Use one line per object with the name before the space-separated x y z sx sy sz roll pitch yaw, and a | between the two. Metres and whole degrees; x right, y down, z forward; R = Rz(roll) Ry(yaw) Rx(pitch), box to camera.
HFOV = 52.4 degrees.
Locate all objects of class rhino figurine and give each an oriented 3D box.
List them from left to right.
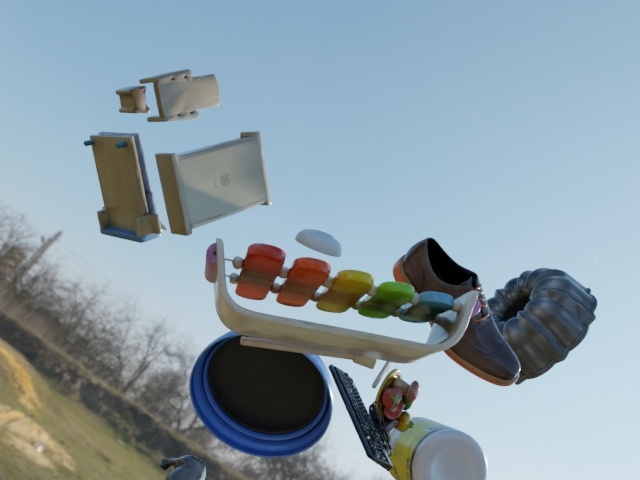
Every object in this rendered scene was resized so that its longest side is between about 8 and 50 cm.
rhino figurine | -0.299 0.520 1.297 0.106 0.243 0.073 -17 -71 14

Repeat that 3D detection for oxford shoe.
oxford shoe | 0.229 0.114 1.045 0.271 0.097 0.098 48 -43 12

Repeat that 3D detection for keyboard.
keyboard | 0.078 0.287 1.084 0.100 0.038 0.192 46 12 -43

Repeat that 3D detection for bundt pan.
bundt pan | 0.500 0.190 1.598 0.124 0.331 0.331 46 -23 -9

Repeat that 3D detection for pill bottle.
pill bottle | 0.275 0.561 1.681 0.188 0.188 0.334 40 -14 -5

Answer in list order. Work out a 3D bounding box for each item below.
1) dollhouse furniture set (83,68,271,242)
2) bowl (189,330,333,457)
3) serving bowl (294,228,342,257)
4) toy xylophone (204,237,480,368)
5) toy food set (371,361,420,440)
dollhouse furniture set | -0.281 -0.160 1.190 0.303 0.198 0.286 7 -68 40
bowl | -0.154 0.401 1.742 0.391 0.077 0.391 4 -68 9
serving bowl | 0.000 0.000 1.092 0.083 0.027 0.083 21 7 -3
toy xylophone | 0.009 0.087 0.777 0.323 0.081 0.236 15 -20 -15
toy food set | 0.175 0.358 1.434 0.071 0.128 0.217 17 -48 30
